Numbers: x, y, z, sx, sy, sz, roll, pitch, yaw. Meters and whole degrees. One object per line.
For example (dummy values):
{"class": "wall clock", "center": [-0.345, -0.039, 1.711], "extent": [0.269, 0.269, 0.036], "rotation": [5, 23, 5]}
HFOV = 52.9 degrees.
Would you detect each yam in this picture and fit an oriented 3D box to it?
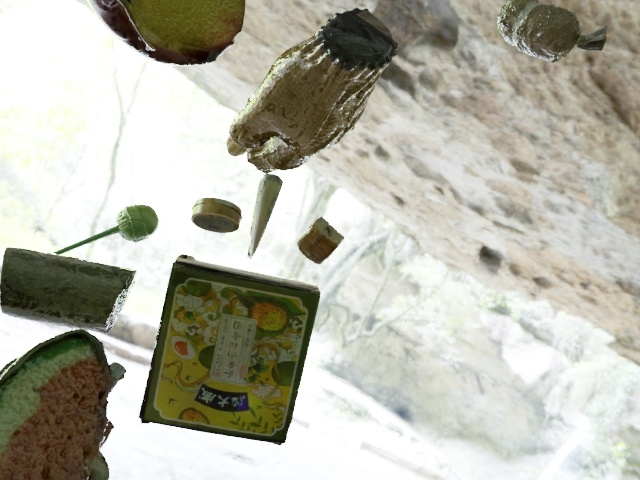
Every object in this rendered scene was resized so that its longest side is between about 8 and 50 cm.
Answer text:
{"class": "yam", "center": [-0.543, 0.107, 1.377], "extent": [0.268, 0.161, 0.161], "rotation": [14, -4, -15]}

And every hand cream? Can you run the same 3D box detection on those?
{"class": "hand cream", "center": [-0.098, -0.039, 1.045], "extent": [0.039, 0.143, 0.061], "rotation": [17, -2, -15]}

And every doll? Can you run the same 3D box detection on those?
{"class": "doll", "center": [0.464, -0.423, 1.312], "extent": [0.221, 0.115, 0.105], "rotation": [29, -42, 16]}

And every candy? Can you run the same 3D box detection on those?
{"class": "candy", "center": [-0.533, 0.004, 1.470], "extent": [0.093, 0.336, 0.092], "rotation": [26, -43, 68]}

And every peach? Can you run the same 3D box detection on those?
{"class": "peach", "center": [-0.359, -0.592, 1.445], "extent": [0.310, 0.335, 0.406], "rotation": [50, 5, 29]}

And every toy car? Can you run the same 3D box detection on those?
{"class": "toy car", "center": [-0.446, 0.297, 1.343], "extent": [0.041, 0.093, 0.025], "rotation": [27, -27, 19]}

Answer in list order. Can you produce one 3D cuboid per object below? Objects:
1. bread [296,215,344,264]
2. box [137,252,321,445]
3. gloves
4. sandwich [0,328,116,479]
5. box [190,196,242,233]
{"class": "bread", "center": [0.000, 0.000, 1.427], "extent": [0.083, 0.070, 0.077], "rotation": [42, 35, 2]}
{"class": "box", "center": [-0.226, 0.274, 1.623], "extent": [0.373, 0.420, 0.138], "rotation": [12, 6, -10]}
{"class": "gloves", "center": [-0.024, -0.210, 1.005], "extent": [0.155, 0.203, 0.356], "rotation": [53, -39, -10]}
{"class": "sandwich", "center": [-0.374, 0.254, 0.867], "extent": [0.109, 0.292, 0.212], "rotation": [-33, -54, 31]}
{"class": "box", "center": [-0.215, -0.050, 1.330], "extent": [0.106, 0.037, 0.105], "rotation": [5, -22, 2]}
